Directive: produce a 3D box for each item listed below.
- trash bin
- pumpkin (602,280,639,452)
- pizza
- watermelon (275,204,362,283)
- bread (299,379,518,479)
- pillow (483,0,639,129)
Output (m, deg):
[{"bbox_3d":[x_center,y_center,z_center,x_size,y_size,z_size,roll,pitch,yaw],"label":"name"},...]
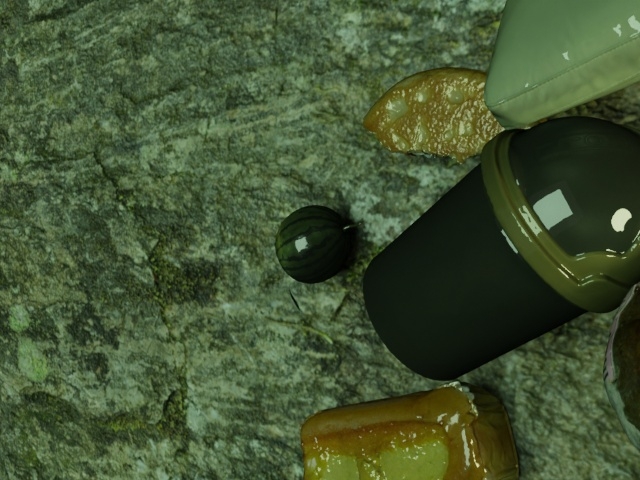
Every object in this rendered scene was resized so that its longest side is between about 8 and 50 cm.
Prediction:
[{"bbox_3d":[0.212,0.002,0.855,0.334,0.214,0.214,-38,66,40],"label":"trash bin"},{"bbox_3d":[0.379,0.112,0.674,0.260,0.189,0.260,-4,62,8],"label":"pumpkin"},{"bbox_3d":[0.161,-0.152,0.995,0.246,0.058,0.127,-6,85,39],"label":"pizza"},{"bbox_3d":[0.000,0.000,1.108,0.133,0.105,0.105,-29,71,23],"label":"watermelon"},{"bbox_3d":[0.102,0.268,1.011,0.288,0.119,0.153,-20,73,39],"label":"bread"},{"bbox_3d":[0.308,-0.251,0.764,0.322,0.119,0.255,-21,38,45],"label":"pillow"}]
